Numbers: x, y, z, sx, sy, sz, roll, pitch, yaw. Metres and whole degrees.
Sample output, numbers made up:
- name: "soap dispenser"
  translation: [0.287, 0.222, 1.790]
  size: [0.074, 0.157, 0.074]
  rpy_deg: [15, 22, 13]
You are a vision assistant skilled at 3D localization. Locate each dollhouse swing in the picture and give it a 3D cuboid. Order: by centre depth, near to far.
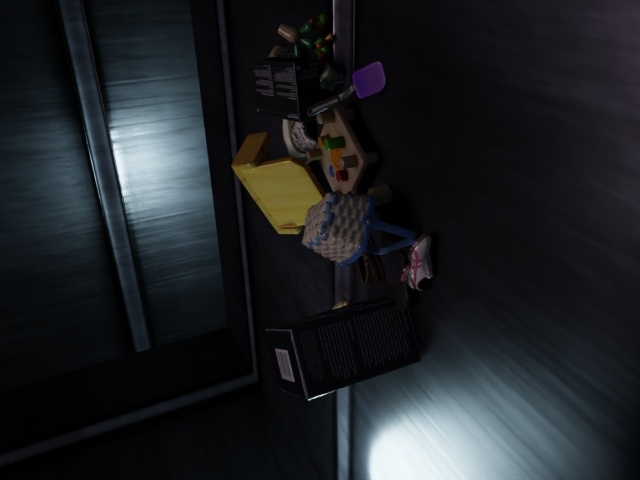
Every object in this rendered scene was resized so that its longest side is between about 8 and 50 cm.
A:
- name: "dollhouse swing"
  translation: [-0.101, -0.237, 2.094]
  size: [0.347, 0.304, 0.315]
  rpy_deg: [56, -148, -31]

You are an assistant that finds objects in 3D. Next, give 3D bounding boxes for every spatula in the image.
- name: "spatula"
  translation: [0.066, -0.430, 1.646]
  size: [0.296, 0.030, 0.084]
  rpy_deg: [-19, 85, 42]

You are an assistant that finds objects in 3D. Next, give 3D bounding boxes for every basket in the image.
- name: "basket"
  translation: [0.110, -0.026, 1.634]
  size: [0.254, 0.288, 0.201]
  rpy_deg: [-29, 42, 65]

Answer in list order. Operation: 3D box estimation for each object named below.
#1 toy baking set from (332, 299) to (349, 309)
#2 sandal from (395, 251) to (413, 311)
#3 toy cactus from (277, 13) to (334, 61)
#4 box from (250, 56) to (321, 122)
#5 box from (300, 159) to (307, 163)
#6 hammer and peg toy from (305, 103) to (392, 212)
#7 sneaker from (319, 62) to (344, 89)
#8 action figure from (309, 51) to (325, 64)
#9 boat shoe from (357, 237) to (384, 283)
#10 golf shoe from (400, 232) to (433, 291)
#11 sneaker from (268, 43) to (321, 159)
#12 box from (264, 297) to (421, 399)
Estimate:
- name: "toy baking set"
  translation: [0.113, 0.322, 2.147]
  size: [0.197, 0.030, 0.256]
  rpy_deg: [68, 157, 14]
- name: "sandal"
  translation: [0.256, 0.124, 1.676]
  size: [0.067, 0.040, 0.179]
  rpy_deg: [-12, 77, 63]
- name: "toy cactus"
  translation: [-0.056, -0.645, 1.816]
  size: [0.112, 0.180, 0.219]
  rpy_deg: [-63, 0, -39]
- name: "box"
  translation: [-0.114, -0.499, 1.824]
  size: [0.261, 0.103, 0.184]
  rpy_deg: [25, 125, 48]
- name: "box"
  translation: [-0.076, -0.344, 2.212]
  size: [0.137, 0.027, 0.094]
  rpy_deg: [160, 97, -68]
- name: "hammer and peg toy"
  translation: [0.078, -0.221, 1.774]
  size: [0.266, 0.127, 0.361]
  rpy_deg: [114, 138, -57]
- name: "sneaker"
  translation: [0.009, -0.516, 1.824]
  size: [0.192, 0.086, 0.064]
  rpy_deg: [-9, 65, 63]
- name: "action figure"
  translation: [-0.026, -0.562, 1.793]
  size: [0.115, 0.030, 0.038]
  rpy_deg: [-36, 47, 55]
- name: "boat shoe"
  translation: [0.143, 0.045, 1.850]
  size: [0.073, 0.073, 0.207]
  rpy_deg: [116, 137, -62]
- name: "golf shoe"
  translation: [0.284, 0.060, 1.543]
  size: [0.086, 0.067, 0.186]
  rpy_deg: [32, 137, 24]
- name: "sneaker"
  translation: [-0.063, -0.500, 1.976]
  size: [0.182, 0.158, 0.411]
  rpy_deg: [2, 111, 57]
- name: "box"
  translation: [0.064, 0.331, 1.772]
  size: [0.293, 0.395, 0.212]
  rpy_deg: [158, 99, -67]
